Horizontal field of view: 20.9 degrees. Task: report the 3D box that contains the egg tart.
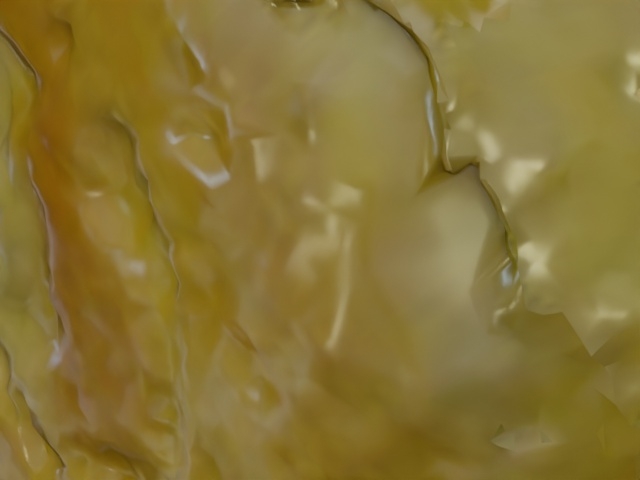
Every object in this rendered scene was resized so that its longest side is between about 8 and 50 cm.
[{"bbox_3d":[0.000,0.000,0.466,0.178,0.443,0.443,-23,13,-39],"label":"egg tart"}]
